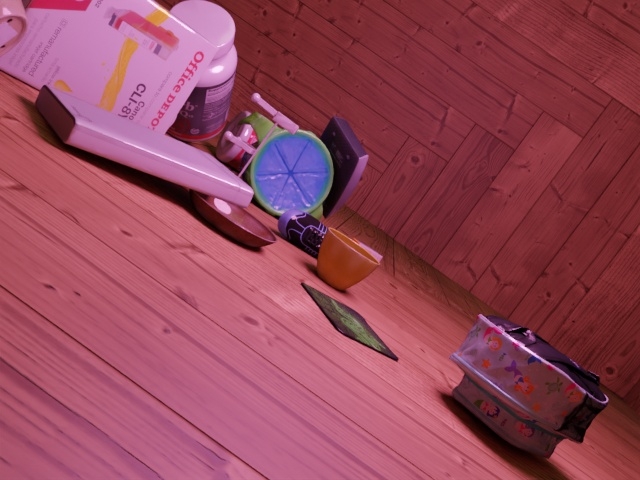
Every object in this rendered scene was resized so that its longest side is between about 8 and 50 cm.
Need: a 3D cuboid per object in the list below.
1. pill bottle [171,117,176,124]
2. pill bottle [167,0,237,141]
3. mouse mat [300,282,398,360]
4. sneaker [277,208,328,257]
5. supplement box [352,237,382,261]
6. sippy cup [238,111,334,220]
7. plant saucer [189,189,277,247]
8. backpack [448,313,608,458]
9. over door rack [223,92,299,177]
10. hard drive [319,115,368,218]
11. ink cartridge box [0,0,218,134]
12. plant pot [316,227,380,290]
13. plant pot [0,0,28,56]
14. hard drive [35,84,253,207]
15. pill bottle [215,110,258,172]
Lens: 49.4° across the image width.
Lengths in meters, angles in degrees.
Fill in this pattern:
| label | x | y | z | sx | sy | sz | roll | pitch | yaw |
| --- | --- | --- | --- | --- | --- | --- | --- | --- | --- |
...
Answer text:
| label | x | y | z | sx | sy | sz | roll | pitch | yaw |
| --- | --- | --- | --- | --- | --- | --- | --- | --- | --- |
| pill bottle | -0.466 | -0.369 | 1.832 | 0.184 | 0.103 | 0.103 | 40 | 9 | 31 |
| pill bottle | -0.337 | -0.452 | 1.877 | 0.210 | 0.210 | 0.363 | 36 | -32 | 7 |
| mouse mat | 0.051 | 0.144 | 1.257 | 0.152 | 0.007 | 0.190 | 30 | 10 | -32 |
| sneaker | 0.000 | 0.000 | 1.646 | 0.232 | 0.081 | 0.090 | 29 | 2 | -44 |
| supplement box | 0.118 | 0.044 | 1.961 | 0.098 | 0.062 | 0.036 | 31 | 7 | -31 |
| sippy cup | -0.112 | -0.190 | 1.892 | 0.240 | 0.305 | 0.224 | 1 | 9 | -22 |
| plant saucer | -0.173 | -0.042 | 1.324 | 0.198 | 0.036 | 0.198 | 34 | 7 | -5 |
| backpack | 0.343 | 0.243 | 1.198 | 0.253 | 0.191 | 0.225 | 38 | 1 | -45 |
| over door rack | -0.173 | -0.209 | 1.590 | 0.108 | 0.239 | 0.324 | 34 | 7 | -16 |
| hard drive | 0.041 | -0.196 | 1.891 | 0.054 | 0.255 | 0.172 | -12 | 59 | -31 |
| ink cartridge box | -0.451 | -0.409 | 1.463 | 0.384 | 0.279 | 0.160 | 27 | 11 | -44 |
| plant pot | 0.045 | 0.049 | 1.480 | 0.134 | 0.095 | 0.134 | 35 | 8 | -5 |
| plant pot | -0.635 | -0.449 | 1.181 | 0.274 | 0.256 | 0.256 | 50 | 7 | -1 |
| hard drive | -0.316 | -0.168 | 1.265 | 0.353 | 0.047 | 0.233 | 19 | 13 | -40 |
| pill bottle | -0.156 | -0.256 | 2.204 | 0.318 | 0.176 | 0.176 | 30 | 9 | -30 |
